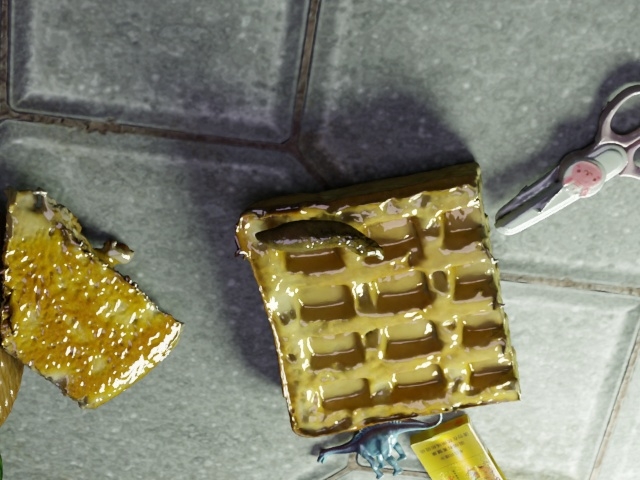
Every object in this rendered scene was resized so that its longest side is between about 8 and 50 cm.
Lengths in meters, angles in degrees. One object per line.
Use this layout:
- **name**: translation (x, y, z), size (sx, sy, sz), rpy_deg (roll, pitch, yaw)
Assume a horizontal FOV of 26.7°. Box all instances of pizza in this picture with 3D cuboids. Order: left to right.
- **pizza**: translation (-0.296, 0.066, 1.582), size (0.189, 0.071, 0.297), rpy_deg (-47, 125, -13)

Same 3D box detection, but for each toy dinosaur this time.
- **toy dinosaur**: translation (0.080, 0.263, 1.757), size (0.197, 0.045, 0.080), rpy_deg (-26, 103, 27)

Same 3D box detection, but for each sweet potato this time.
- **sweet potato**: translation (0.003, -0.004, 1.511), size (0.153, 0.038, 0.041), rpy_deg (7, 144, -13)

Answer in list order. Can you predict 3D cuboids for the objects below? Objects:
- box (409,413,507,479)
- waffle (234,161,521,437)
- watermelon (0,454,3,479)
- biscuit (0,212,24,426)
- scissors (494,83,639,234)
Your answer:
- **box**: translation (0.190, 0.305, 1.803), size (0.089, 0.022, 0.156), rpy_deg (-21, 120, 15)
- **waffle**: translation (0.073, 0.075, 1.625), size (0.304, 0.077, 0.348), rpy_deg (-9, 122, 6)
- **watermelon**: translation (-0.484, 0.283, 1.683), size (0.214, 0.188, 0.188), rpy_deg (-38, 116, 11)
- **biscuit**: translation (-0.384, 0.091, 1.521), size (0.037, 0.262, 0.262), rpy_deg (1, 123, 8)
- **scissors**: translation (0.305, -0.078, 1.557), size (0.242, 0.030, 0.118), rpy_deg (-35, 117, 15)
